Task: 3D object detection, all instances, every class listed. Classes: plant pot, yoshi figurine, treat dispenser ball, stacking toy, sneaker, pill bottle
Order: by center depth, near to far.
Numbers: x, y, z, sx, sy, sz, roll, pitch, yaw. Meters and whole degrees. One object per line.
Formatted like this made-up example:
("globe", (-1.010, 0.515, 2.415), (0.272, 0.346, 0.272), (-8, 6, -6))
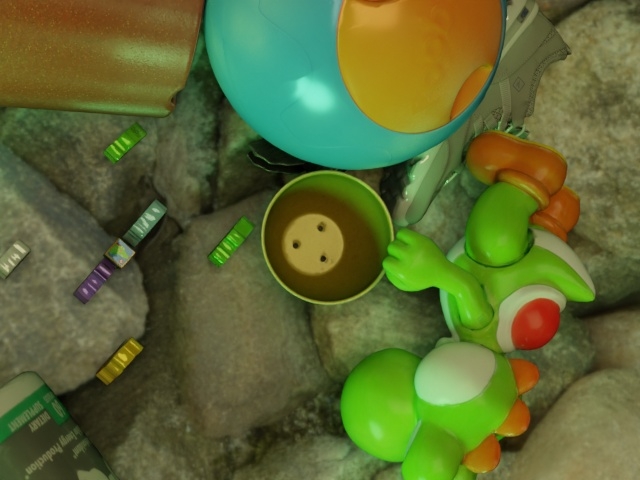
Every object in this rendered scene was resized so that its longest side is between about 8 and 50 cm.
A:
("pill bottle", (-0.245, 0.320, 1.499), (0.204, 0.204, 0.361), (-37, 93, -11))
("treat dispenser ball", (0.033, -0.211, 1.514), (0.288, 0.288, 0.288), (1, 85, -10))
("plant pot", (-0.260, -0.235, 1.526), (0.265, 0.272, 0.272), (8, 84, -18))
("yoshi figurine", (0.126, 0.080, 1.585), (0.204, 0.203, 0.362), (27, 69, -13))
("stacking toy", (-0.201, 0.011, 1.612), (0.167, 0.052, 0.221), (43, 78, -6))
("plant pot", (0.000, 0.000, 1.622), (0.134, 0.095, 0.134), (1, 86, -10))
("sneaker", (0.010, -0.121, 1.654), (0.089, 0.051, 0.170), (42, 72, 4))
("sneaker", (0.167, -0.125, 1.658), (0.115, 0.105, 0.281), (36, 86, -18))
